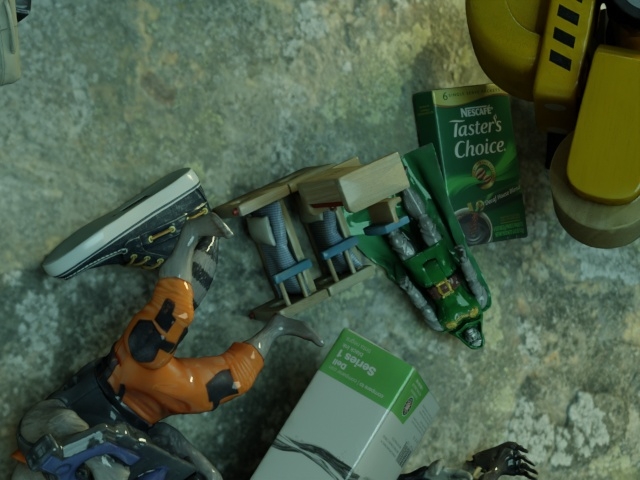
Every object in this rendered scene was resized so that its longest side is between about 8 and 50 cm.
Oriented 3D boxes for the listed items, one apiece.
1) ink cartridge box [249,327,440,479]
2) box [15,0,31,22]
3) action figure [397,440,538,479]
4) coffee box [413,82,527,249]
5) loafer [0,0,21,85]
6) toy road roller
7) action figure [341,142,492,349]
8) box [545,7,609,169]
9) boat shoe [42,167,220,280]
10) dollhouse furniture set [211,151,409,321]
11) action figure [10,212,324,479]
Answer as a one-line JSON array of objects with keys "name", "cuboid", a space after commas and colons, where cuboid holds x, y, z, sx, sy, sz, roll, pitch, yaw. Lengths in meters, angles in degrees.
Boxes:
[{"name": "ink cartridge box", "cuboid": [0.018, 0.219, 1.343, 0.219, 0.093, 0.160, -57, 157, -11]}, {"name": "box", "cuboid": [-0.341, -0.306, 1.210, 0.153, 0.108, 0.207, 7, 85, -30]}, {"name": "action figure", "cuboid": [0.129, 0.308, 1.442, 0.276, 0.141, 0.164, -18, 95, -32]}, {"name": "coffee box", "cuboid": [0.173, -0.086, 1.537, 0.113, 0.040, 0.184, -8, 92, -30]}, {"name": "loafer", "cuboid": [-0.298, -0.284, 1.115, 0.112, 0.112, 0.319, -2, 97, -34]}, {"name": "toy road roller", "cuboid": [0.265, -0.172, 1.450, 0.241, 0.202, 0.329, 11, 82, 13]}, {"name": "action figure", "cuboid": [0.122, 0.026, 1.478, 0.137, 0.063, 0.232, -30, 108, 8]}, {"name": "box", "cuboid": [0.411, -0.166, 1.647, 0.261, 0.103, 0.184, 6, 83, -30]}, {"name": "boat shoe", "cuboid": [-0.178, 0.007, 1.317, 0.183, 0.065, 0.083, -35, 107, -26]}, {"name": "dollhouse furniture set", "cuboid": [0.000, 0.000, 1.352, 0.129, 0.184, 0.129, -26, 101, -28]}, {"name": "action figure", "cuboid": [-0.157, 0.166, 1.282, 0.330, 0.178, 0.341, -44, 145, -7]}]
